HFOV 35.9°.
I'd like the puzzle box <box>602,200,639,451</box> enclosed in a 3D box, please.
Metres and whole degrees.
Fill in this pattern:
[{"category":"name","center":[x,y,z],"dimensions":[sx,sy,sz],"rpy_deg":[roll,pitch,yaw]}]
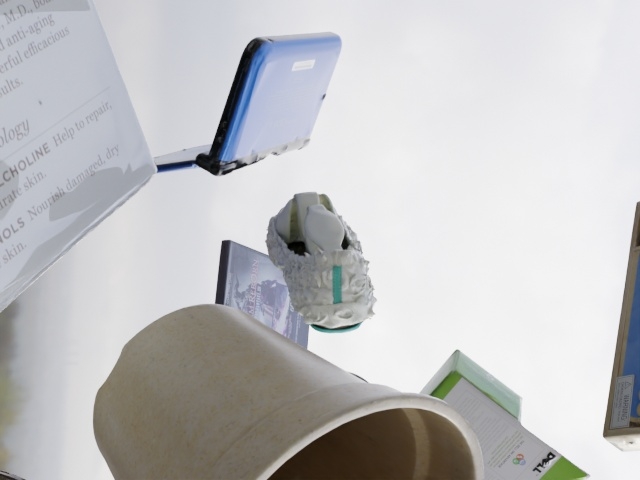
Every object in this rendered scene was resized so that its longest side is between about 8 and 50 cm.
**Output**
[{"category":"puzzle box","center":[0.538,0.085,1.352],"dimensions":[0.272,0.052,0.409],"rpy_deg":[-20,-138,47]}]

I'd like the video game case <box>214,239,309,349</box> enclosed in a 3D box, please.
[{"category":"video game case","center":[-0.104,0.126,1.878],"dimensions":[0.026,0.274,0.196],"rpy_deg":[-5,-108,33]}]

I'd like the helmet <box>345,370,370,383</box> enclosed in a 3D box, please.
[{"category":"helmet","center":[0.015,0.280,1.498],"dimensions":[0.161,0.169,0.169],"rpy_deg":[150,-58,-79]}]

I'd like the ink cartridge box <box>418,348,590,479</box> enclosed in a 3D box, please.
[{"category":"ink cartridge box","center":[0.251,0.324,1.515],"dimensions":[0.189,0.255,0.097],"rpy_deg":[-53,180,20]}]

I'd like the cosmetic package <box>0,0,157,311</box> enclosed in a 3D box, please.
[{"category":"cosmetic package","center":[-0.414,-0.150,0.865],"dimensions":[0.327,0.329,0.393],"rpy_deg":[-51,131,-48]}]

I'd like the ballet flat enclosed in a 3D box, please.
[{"category":"ballet flat","center":[0.000,0.000,1.456],"dimensions":[0.409,0.147,0.147],"rpy_deg":[-123,-141,-68]}]

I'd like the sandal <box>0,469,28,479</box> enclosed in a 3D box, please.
[{"category":"sandal","center":[-0.134,0.186,0.577],"dimensions":[0.060,0.219,0.090],"rpy_deg":[20,79,-82]}]

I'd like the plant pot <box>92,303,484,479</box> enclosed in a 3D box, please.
[{"category":"plant pot","center":[-0.064,0.225,0.982],"dimensions":[0.305,0.334,0.333],"rpy_deg":[34,-56,47]}]

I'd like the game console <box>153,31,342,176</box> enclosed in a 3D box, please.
[{"category":"game console","center":[-0.126,-0.182,1.323],"dimensions":[0.293,0.173,0.250],"rpy_deg":[-32,145,-65]}]
